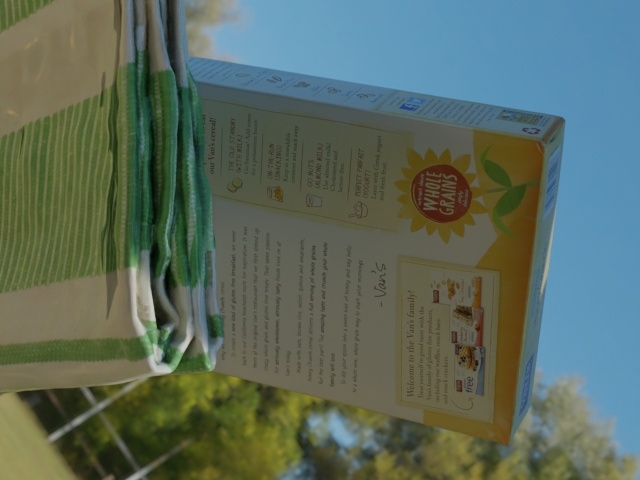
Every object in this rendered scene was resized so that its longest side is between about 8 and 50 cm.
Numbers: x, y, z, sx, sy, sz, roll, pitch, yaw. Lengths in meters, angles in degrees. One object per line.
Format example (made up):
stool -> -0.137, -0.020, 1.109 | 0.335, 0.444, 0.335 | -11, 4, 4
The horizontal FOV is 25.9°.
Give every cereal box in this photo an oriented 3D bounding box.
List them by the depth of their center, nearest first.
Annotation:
cereal box -> 0.000, 0.000, 0.742 | 0.240, 0.047, 0.173 | 13, -63, 19

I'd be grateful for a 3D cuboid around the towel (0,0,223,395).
towel -> -0.129, -0.095, 0.626 | 0.248, 0.038, 0.324 | -14, -100, 55
